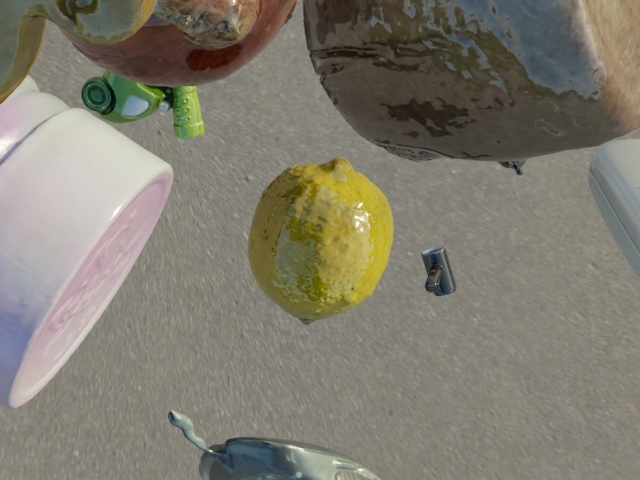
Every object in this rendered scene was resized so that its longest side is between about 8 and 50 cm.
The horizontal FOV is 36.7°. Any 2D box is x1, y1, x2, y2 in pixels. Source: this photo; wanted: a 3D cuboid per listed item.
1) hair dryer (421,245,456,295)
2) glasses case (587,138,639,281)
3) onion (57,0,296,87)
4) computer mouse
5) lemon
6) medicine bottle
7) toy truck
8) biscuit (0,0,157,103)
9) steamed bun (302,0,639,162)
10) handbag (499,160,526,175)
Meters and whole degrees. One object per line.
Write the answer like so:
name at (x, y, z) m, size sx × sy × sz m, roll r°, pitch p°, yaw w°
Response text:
hair dryer at (0.114, 0.037, 0.937) m, size 0.026 × 0.083 × 0.047 m, roll -17°, pitch 99°, yaw 14°
glasses case at (0.275, -0.007, 0.735) m, size 0.092 × 0.233 × 0.059 m, roll 1°, pitch 127°, yaw -6°
onion at (-0.175, -0.359, 1.151) m, size 0.353 × 0.353 × 0.354 m, roll -1°, pitch 98°, yaw -10°
computer mouse at (-0.029, 0.277, 1.121) m, size 0.167 × 0.090 × 0.379 m, roll -28°, pitch 124°, yaw 34°
lemon at (0.000, 0.000, 1.284) m, size 0.192 × 0.192 × 0.231 m, roll 10°, pitch 104°, yaw -12°
medicine bottle at (-0.294, -0.051, 0.678) m, size 0.325 × 0.212 × 0.212 m, roll 33°, pitch 91°, yaw -2°
toy truck at (-0.291, -0.284, 1.679) m, size 0.210 × 0.148 × 0.187 m, roll 15°, pitch 111°, yaw 5°
biscuit at (-0.136, -0.126, 0.349) m, size 0.225 × 0.036 × 0.166 m, roll -34°, pitch 98°, yaw 26°
steamed bun at (0.081, -0.086, 0.404) m, size 0.175 × 0.144 × 0.106 m, roll -13°, pitch 93°, yaw -49°
handbag at (0.277, -0.141, 1.392) m, size 0.072 × 0.111 × 0.047 m, roll -23°, pitch 128°, yaw 34°
